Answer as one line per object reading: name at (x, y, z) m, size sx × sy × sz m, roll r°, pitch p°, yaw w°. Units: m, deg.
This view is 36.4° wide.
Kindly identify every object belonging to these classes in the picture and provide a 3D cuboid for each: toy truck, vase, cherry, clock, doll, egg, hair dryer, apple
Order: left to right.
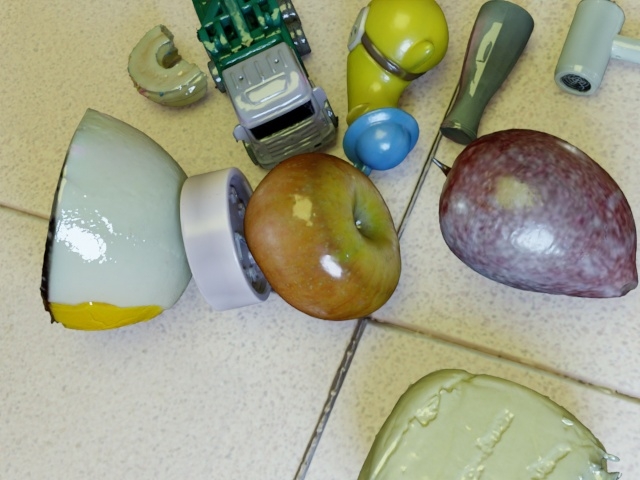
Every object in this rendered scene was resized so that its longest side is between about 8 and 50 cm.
egg at (-0.270, -0.017, 1.391) m, size 0.201 × 0.337 × 0.337 m, roll 10°, pitch 65°, yaw -8°
clock at (-0.130, -0.002, 1.370) m, size 0.068 × 0.197 × 0.197 m, roll -12°, pitch 62°, yaw 11°
toy truck at (-0.105, -0.293, 1.523) m, size 0.176 × 0.178 × 0.363 m, roll -25°, pitch 62°, yaw 5°
apple at (0.000, 0.000, 1.323) m, size 0.173 × 0.210 × 0.235 m, roll -25°, pitch 82°, yaw 30°
doll at (0.105, -0.260, 1.473) m, size 0.199 × 0.145 × 0.363 m, roll -6°, pitch 66°, yaw 60°
vase at (0.241, -0.246, 1.443) m, size 0.086 × 0.086 × 0.214 m, roll 18°, pitch 76°, yaw 25°
cherry at (0.275, -0.031, 1.240) m, size 0.300 × 0.230 × 0.203 m, roll 33°, pitch 91°, yaw 13°
hair dryer at (0.465, -0.255, 1.390) m, size 0.236 × 0.073 × 0.131 m, roll 18°, pitch 73°, yaw 15°

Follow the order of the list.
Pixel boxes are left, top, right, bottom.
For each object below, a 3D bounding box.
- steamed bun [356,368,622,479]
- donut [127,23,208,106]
steamed bun at (0.196, 0.287, 1.145) m, size 0.273 × 0.166 × 0.232 m, roll 20°, pitch 60°, yaw 20°
donut at (-0.261, -0.278, 1.627) m, size 0.108 × 0.065 × 0.166 m, roll -37°, pitch 60°, yaw -2°
